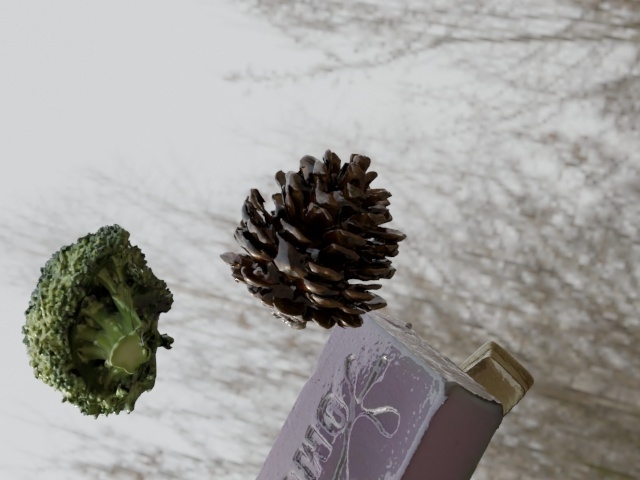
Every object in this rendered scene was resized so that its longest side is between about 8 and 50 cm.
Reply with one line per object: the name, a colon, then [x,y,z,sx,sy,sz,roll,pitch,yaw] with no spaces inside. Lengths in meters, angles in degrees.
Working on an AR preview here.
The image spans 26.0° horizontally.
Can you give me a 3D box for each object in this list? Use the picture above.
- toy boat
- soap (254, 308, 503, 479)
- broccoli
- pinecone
toy boat: [0.263,0.271,2.361,0.188,0.116,0.061,-46,1,19]
soap: [0.063,0.256,1.656,0.107,0.285,0.296,23,-84,-29]
broccoli: [-0.274,0.102,1.745,0.198,0.176,0.226,6,-45,-44]
pinecone: [0.000,0.000,1.231,0.173,0.173,0.174,-42,-42,-52]
